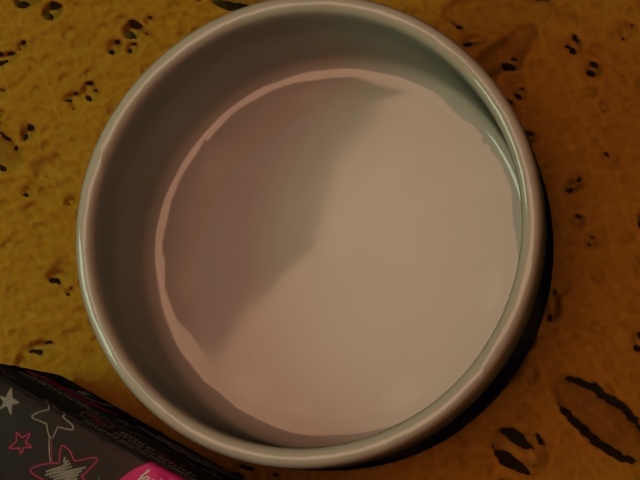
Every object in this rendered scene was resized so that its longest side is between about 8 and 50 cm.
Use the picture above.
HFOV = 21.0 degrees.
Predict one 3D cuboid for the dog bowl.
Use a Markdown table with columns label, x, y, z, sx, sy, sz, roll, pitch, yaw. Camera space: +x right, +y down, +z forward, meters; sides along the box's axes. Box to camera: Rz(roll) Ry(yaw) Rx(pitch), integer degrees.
| label | x | y | z | sx | sy | sz | roll | pitch | yaw |
| --- | --- | --- | --- | --- | --- | --- | --- | --- | --- |
| dog bowl | 0.000 | 0.000 | 0.992 | 0.265 | 0.104 | 0.265 | -2 | 80 | 12 |

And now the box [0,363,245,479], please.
| label | x | y | z | sx | sy | sz | roll | pitch | yaw |
| --- | --- | --- | --- | --- | --- | --- | --- | --- | --- |
| box | -0.109 | 0.195 | 0.964 | 0.247 | 0.142 | 0.163 | 27 | 88 | 17 |
